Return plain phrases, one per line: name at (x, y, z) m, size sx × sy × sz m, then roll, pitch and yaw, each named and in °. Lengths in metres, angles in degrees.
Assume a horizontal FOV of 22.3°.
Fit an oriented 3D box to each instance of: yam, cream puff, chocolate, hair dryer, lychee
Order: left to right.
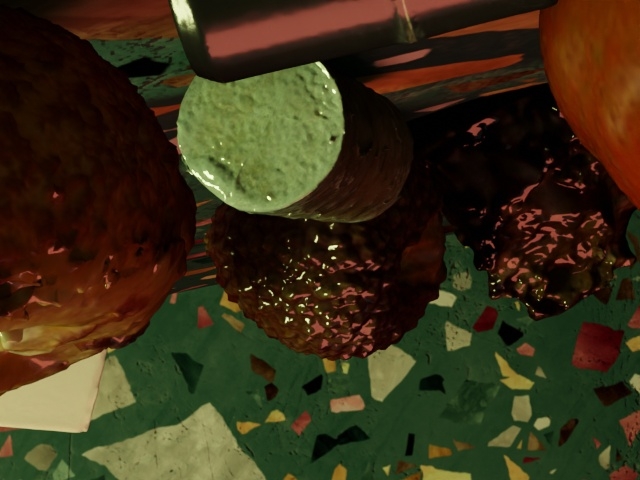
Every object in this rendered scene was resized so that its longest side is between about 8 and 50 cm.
cream puff at (-0.167, -0.009, 0.626) m, size 0.240 × 0.164 × 0.240 m, roll -22°, pitch 165°, yaw -6°
yam at (-0.004, -0.056, 0.936) m, size 0.093 × 0.093 × 0.259 m, roll -13°, pitch 176°, yaw 13°
lychee at (0.000, 0.000, 1.232) m, size 0.188 × 0.188 × 0.188 m, roll -12°, pitch 176°, yaw -1°
hair dryer at (0.018, -0.105, 0.604) m, size 0.124 × 0.071 × 0.219 m, roll -11°, pitch -175°, yaw 7°
chocolate at (0.180, -0.026, 1.321) m, size 0.224 × 0.177 × 0.206 m, roll -14°, pitch 176°, yaw -1°

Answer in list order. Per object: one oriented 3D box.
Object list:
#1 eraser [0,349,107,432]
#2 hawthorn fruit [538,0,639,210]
eraser at (-0.292, 0.062, 1.039) m, size 0.298 × 0.076 × 0.078 m, roll 8°, pitch -158°, yaw -22°
hawthorn fruit at (0.162, -0.084, 0.533) m, size 0.185 × 0.185 × 0.202 m, roll -12°, pitch 156°, yaw -2°
